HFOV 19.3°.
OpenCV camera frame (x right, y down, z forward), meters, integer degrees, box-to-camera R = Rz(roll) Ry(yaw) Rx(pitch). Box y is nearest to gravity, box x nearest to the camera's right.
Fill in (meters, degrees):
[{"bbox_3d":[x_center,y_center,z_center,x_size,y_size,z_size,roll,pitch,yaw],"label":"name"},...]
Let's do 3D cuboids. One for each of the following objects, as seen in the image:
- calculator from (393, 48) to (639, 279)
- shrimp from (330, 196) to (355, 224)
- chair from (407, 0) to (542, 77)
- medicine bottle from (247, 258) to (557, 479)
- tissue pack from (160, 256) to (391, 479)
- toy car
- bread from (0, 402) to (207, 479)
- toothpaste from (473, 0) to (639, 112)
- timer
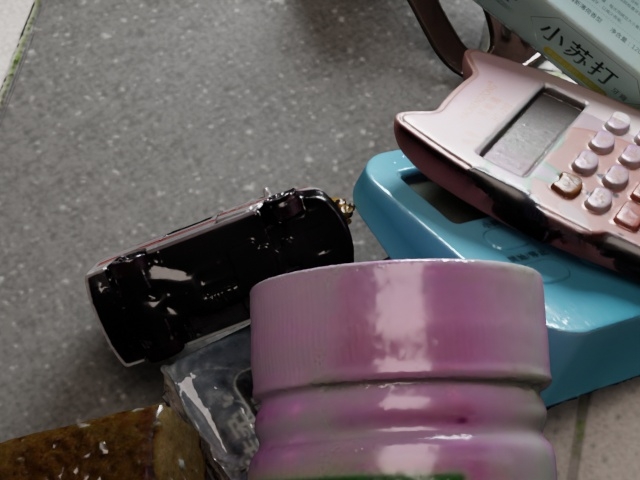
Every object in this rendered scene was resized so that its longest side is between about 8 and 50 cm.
[{"bbox_3d":[0.228,-0.044,1.468,0.329,0.048,0.220,25,33,15],"label":"calculator"},{"bbox_3d":[0.000,0.000,1.484,0.025,0.127,0.091,31,74,-5],"label":"shrimp"},{"bbox_3d":[0.079,-0.304,1.682,0.175,0.183,0.326,-40,111,-23],"label":"chair"},{"bbox_3d":[0.057,0.187,1.258,0.212,0.212,0.325,-1,80,-2],"label":"medicine bottle"},{"bbox_3d":[0.019,0.122,1.435,0.235,0.073,0.173,-25,62,-17],"label":"tissue pack"},{"bbox_3d":[-0.072,0.019,1.446,0.209,0.108,0.089,-21,100,11],"label":"toy car"},{"bbox_3d":[-0.157,0.321,1.272,0.165,0.113,0.416,-11,58,13],"label":"bread"},{"bbox_3d":[0.241,-0.176,1.570,0.313,0.071,0.089,38,64,-3],"label":"toothpaste"},{"bbox_3d":[0.175,-0.004,1.469,0.232,0.091,0.250,-15,54,-35],"label":"timer"}]
